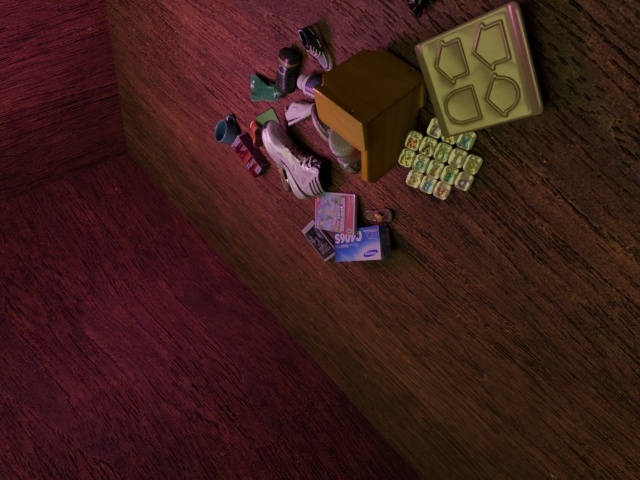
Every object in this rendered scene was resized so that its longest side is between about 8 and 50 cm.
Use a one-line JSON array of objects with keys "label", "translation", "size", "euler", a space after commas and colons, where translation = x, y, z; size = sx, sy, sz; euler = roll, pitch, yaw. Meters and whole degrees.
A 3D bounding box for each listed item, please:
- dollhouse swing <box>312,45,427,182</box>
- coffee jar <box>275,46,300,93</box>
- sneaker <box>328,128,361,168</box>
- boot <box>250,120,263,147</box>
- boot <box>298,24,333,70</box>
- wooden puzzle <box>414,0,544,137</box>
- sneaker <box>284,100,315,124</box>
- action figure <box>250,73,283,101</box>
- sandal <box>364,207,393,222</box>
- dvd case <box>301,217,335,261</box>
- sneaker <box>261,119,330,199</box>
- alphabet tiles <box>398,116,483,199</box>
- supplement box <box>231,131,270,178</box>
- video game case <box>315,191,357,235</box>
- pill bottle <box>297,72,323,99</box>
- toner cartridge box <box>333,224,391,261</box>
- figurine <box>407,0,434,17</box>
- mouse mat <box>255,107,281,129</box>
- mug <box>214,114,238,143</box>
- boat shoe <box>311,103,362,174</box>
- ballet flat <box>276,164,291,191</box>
[{"label": "dollhouse swing", "translation": [0.179, -0.447, 1.520], "size": [0.315, 0.347, 0.305], "euler": [42, 156, 16]}, {"label": "coffee jar", "translation": [-0.148, -0.762, 1.862], "size": [0.096, 0.079, 0.184], "euler": [44, 147, 20]}, {"label": "sneaker", "translation": [0.119, -0.471, 1.664], "size": [0.138, 0.365, 0.210], "euler": [8, 167, 12]}, {"label": "boot", "translation": [-0.358, -0.590, 2.312], "size": [0.084, 0.059, 0.157], "euler": [57, 155, 27]}, {"label": "boot", "translation": [-0.023, -0.775, 1.690], "size": [0.069, 0.086, 0.189], "euler": [-11, 111, 54]}, {"label": "wooden puzzle", "translation": [0.492, -0.513, 1.294], "size": [0.348, 0.080, 0.322], "euler": [-2, 119, 49]}, {"label": "sneaker", "translation": [-0.092, -0.609, 1.935], "size": [0.235, 0.090, 0.094], "euler": [-2, 109, 50]}, {"label": "action figure", "translation": [-0.259, -0.736, 2.038], "size": [0.232, 0.064, 0.137], "euler": [28, 138, 39]}, {"label": "sandal", "translation": [0.270, -0.114, 1.968], "size": [0.180, 0.049, 0.072], "euler": [5, 123, 49]}, {"label": "dvd case", "translation": [0.000, 0.000, 2.425], "size": [0.238, 0.030, 0.179], "euler": [53, 147, 2]}, {"label": "sneaker", "translation": [-0.092, -0.424, 2.067], "size": [0.258, 0.169, 0.447], "euler": [-10, 120, 44]}, {"label": "alphabet tiles", "translation": [0.436, -0.295, 1.524], "size": [0.284, 0.021, 0.277], "euler": [25, 126, 9]}, {"label": "supplement box", "translation": [-0.411, -0.499, 2.433], "size": [0.239, 0.073, 0.130], "euler": [53, 146, -2]}, {"label": "video game case", "translation": [0.077, -0.145, 2.131], "size": [0.285, 0.025, 0.203], "euler": [12, 106, 46]}, {"label": "pill bottle", "translation": [-0.017, -0.657, 1.783], "size": [0.169, 0.094, 0.094], "euler": [35, 143, 26]}, {"label": "toner cartridge box", "translation": [0.203, 0.020, 2.091], "size": [0.348, 0.075, 0.165], "euler": [-8, 86, 53]}, {"label": "figurine", "translation": [0.307, -0.825, 1.253], "size": [0.209, 0.092, 0.215], "euler": [50, 147, -10]}, {"label": "mouse mat", "translation": [-0.271, -0.614, 2.217], "size": [0.190, 0.007, 0.152], "euler": [-4, 116, 52]}, {"label": "mug", "translation": [-0.536, -0.637, 2.425], "size": [0.158, 0.098, 0.129], "euler": [-33, 63, 38]}, {"label": "boat shoe", "translation": [0.097, -0.465, 1.818], "size": [0.130, 0.132, 0.355], "euler": [-31, 98, 35]}, {"label": "ballet flat", "translation": [-0.187, -0.362, 2.291], "size": [0.067, 0.073, 0.206], "euler": [0, 125, 34]}]
